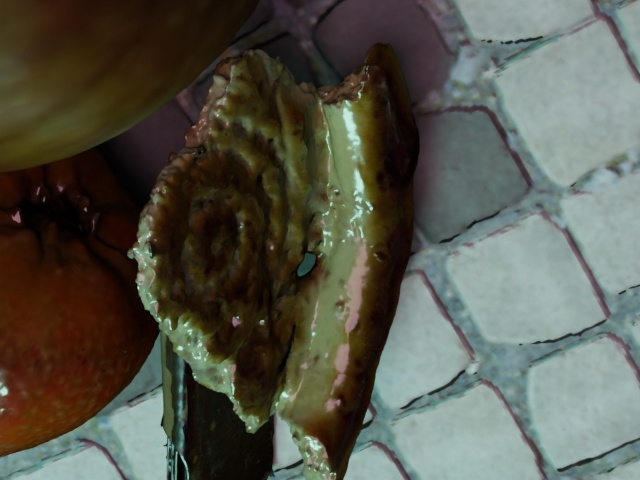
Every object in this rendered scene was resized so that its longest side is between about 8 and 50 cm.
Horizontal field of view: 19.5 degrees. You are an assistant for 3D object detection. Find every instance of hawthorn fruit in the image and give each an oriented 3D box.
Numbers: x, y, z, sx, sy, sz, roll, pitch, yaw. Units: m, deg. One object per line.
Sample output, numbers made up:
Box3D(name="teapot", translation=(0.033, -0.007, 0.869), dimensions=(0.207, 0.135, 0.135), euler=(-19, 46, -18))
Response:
Box3D(name="hawthorn fruit", translation=(-0.198, 0.042, 1.096), dimensions=(0.196, 0.196, 0.225), euler=(37, 128, -4))

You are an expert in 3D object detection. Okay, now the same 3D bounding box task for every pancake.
Box3D(name="pancake", translation=(-0.001, 0.000, 1.059), dimensions=(0.056, 0.212, 0.257), euler=(20, 153, 38))

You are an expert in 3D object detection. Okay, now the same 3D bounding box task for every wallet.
Box3D(name="wallet", translation=(-0.062, 0.060, 1.105), dimensions=(0.031, 0.122, 0.232), euler=(10, 112, 22))

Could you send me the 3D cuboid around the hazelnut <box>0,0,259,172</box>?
Box3D(name="hazelnut", translation=(-0.189, -0.215, 0.885), dimensions=(0.359, 0.359, 0.409), euler=(-30, 139, 18))
